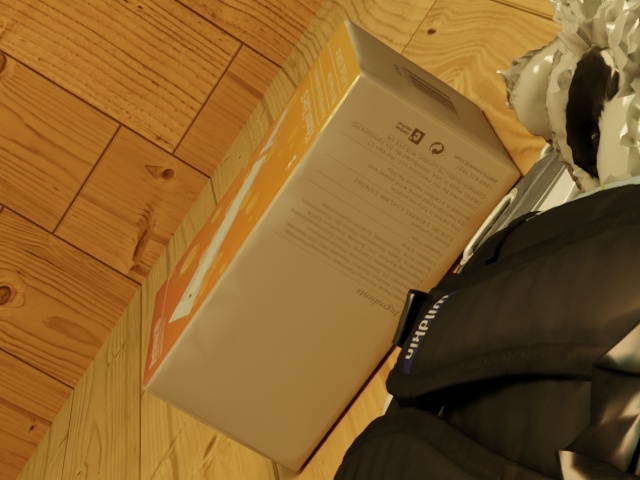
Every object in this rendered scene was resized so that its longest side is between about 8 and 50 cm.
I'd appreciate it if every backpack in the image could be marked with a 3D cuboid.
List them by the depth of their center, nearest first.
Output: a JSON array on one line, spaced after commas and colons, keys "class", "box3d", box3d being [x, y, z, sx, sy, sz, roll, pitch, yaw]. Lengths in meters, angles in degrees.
[{"class": "backpack", "box3d": [0.132, 0.103, 0.473, 0.290, 0.273, 0.355, -60, -8, -15]}]

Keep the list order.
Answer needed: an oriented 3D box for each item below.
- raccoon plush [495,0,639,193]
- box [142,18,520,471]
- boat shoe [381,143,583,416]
[{"class": "raccoon plush", "box3d": [0.299, -0.167, 0.701, 0.446, 0.216, 0.299, -33, -11, -22]}, {"class": "box", "box3d": [0.000, 0.000, 1.223, 0.345, 0.168, 0.215, -55, 15, 16]}, {"class": "boat shoe", "box3d": [0.137, 0.023, 0.844, 0.301, 0.108, 0.102, -57, 12, 3]}]
